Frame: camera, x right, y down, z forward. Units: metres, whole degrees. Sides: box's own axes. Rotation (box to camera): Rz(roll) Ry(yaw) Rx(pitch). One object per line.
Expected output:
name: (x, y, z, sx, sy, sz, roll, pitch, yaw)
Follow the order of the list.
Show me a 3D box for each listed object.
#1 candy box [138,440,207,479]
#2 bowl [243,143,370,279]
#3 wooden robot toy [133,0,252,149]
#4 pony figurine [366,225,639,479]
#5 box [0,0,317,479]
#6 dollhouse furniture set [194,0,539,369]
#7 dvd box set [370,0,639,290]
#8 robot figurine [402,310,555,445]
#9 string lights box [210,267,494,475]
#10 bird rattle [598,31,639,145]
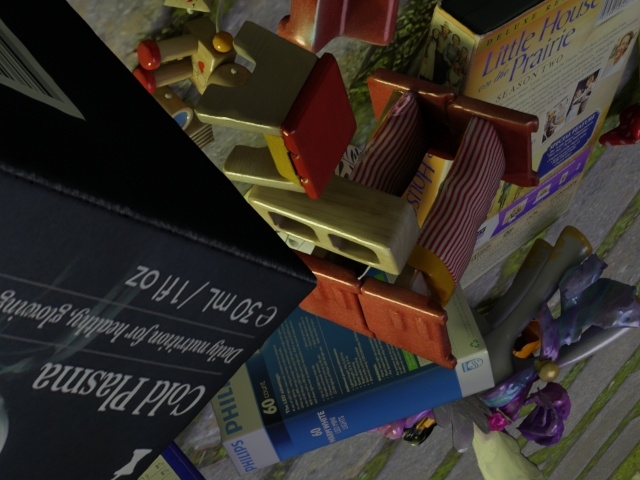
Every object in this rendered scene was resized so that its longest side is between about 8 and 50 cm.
candy box: (-0.120, 0.308, 1.391, 0.122, 0.317, 0.268, -38, 155, -10)
bowl: (0.000, 0.000, 1.348, 0.170, 0.080, 0.170, -29, 149, -20)
wooden robot toy: (-0.084, -0.110, 1.057, 0.076, 0.079, 0.173, -28, 151, -33)
pony figurine: (0.184, 0.147, 1.644, 0.363, 0.351, 0.303, -40, 121, -8)
box: (-0.330, 0.059, 0.684, 0.472, 0.297, 0.480, -46, 157, 10)
dollhouse furniture set: (0.056, -0.070, 1.116, 0.201, 0.152, 0.374, -64, 161, -18)
dvd box set: (0.191, -0.118, 1.465, 0.308, 0.062, 0.420, -34, 152, -32)
robot figurine: (0.199, 0.171, 1.969, 0.291, 0.085, 0.211, -11, 139, -53)
string lights box: (0.020, 0.113, 1.404, 0.260, 0.133, 0.076, -19, 144, 1)
bird rattle: (0.439, -0.195, 1.713, 0.207, 0.143, 0.253, -55, 163, -17)
